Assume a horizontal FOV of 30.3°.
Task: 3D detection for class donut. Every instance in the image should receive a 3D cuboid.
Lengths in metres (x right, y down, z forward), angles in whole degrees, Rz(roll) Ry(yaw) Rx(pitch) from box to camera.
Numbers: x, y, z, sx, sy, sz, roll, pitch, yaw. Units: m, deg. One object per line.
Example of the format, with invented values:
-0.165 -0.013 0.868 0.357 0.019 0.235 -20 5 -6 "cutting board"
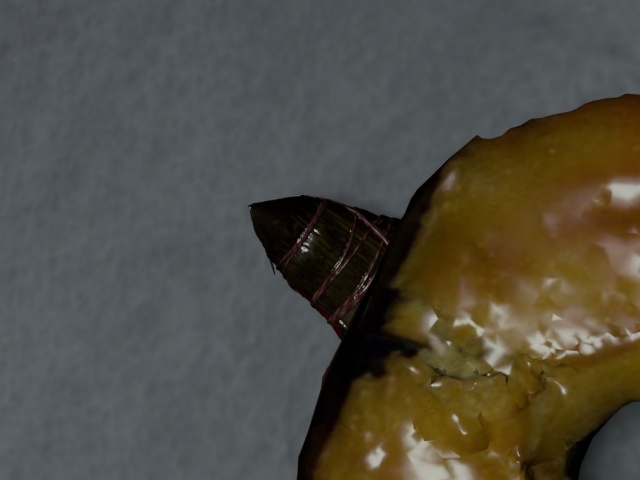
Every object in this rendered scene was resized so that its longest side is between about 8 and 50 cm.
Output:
0.112 0.076 0.402 0.253 0.118 0.253 -4 79 23 "donut"

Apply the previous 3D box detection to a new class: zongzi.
0.000 0.000 0.505 0.083 0.073 0.067 34 93 -15 "zongzi"
